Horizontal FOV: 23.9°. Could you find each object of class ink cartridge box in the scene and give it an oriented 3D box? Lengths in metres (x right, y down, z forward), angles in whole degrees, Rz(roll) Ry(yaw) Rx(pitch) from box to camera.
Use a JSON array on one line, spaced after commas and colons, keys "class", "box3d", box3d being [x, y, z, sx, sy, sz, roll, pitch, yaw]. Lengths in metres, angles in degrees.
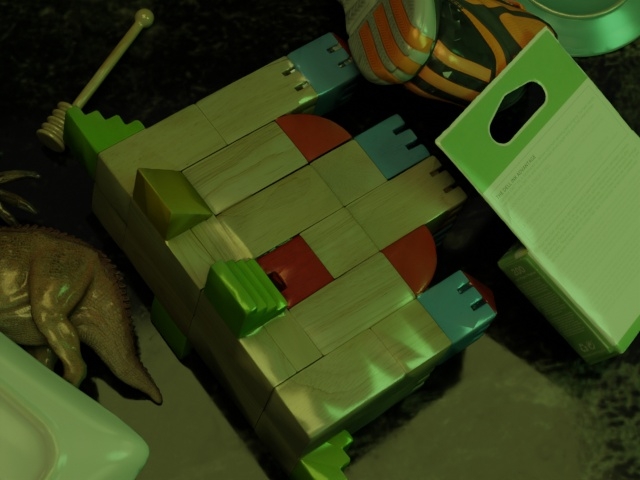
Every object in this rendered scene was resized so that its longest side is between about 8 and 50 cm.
[{"class": "ink cartridge box", "box3d": [0.209, -0.038, 1.272, 0.235, 0.056, 0.171, 47, 61, -6]}]

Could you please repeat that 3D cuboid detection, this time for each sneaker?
[{"class": "sneaker", "box3d": [0.103, -0.221, 1.363, 0.180, 0.124, 0.321, 21, 41, -30]}]

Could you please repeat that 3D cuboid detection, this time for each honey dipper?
[{"class": "honey dipper", "box3d": [-0.198, -0.148, 1.362, 0.030, 0.030, 0.160, 31, 68, 8]}]

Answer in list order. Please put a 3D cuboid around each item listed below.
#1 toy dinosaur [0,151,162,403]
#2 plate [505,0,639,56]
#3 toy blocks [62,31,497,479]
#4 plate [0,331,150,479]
[{"class": "toy dinosaur", "box3d": [-0.250, 0.026, 1.251, 0.296, 0.127, 0.200, 20, 64, -1]}, {"class": "plate", "box3d": [0.238, -0.262, 1.425, 0.188, 0.024, 0.188, 1, 69, -2]}, {"class": "toy blocks", "box3d": [0.000, 0.000, 1.256, 0.261, 0.190, 0.381, -30, 73, -24]}, {"class": "plate", "box3d": [-0.311, 0.168, 1.071, 0.277, 0.045, 0.278, 36, 72, 11]}]
